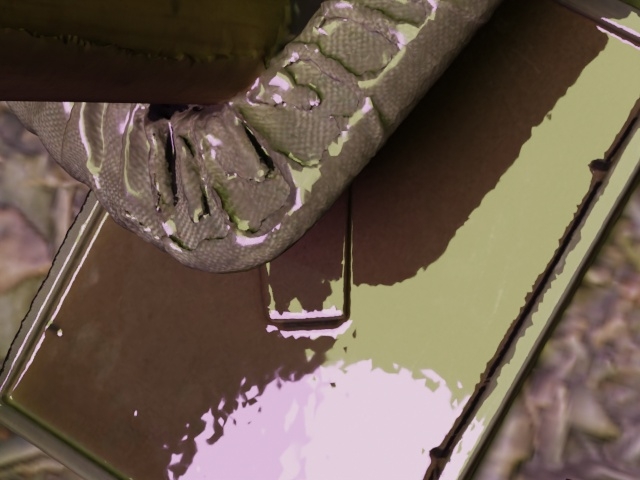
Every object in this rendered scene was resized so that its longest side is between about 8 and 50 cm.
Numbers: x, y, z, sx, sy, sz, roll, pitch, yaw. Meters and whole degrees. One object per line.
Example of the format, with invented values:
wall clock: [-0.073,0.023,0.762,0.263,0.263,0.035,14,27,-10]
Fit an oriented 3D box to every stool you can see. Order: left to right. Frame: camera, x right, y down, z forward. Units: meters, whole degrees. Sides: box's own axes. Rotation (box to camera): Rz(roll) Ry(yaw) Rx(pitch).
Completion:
stool: [-0.080,-0.189,0.527,0.310,0.226,0.310,42,100,35]

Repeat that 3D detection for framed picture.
framed picture: [0.000,0.000,0.630,0.213,0.016,0.289,30,96,18]
